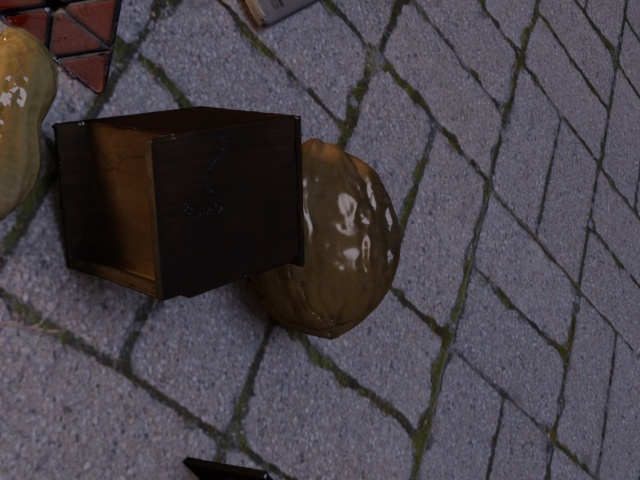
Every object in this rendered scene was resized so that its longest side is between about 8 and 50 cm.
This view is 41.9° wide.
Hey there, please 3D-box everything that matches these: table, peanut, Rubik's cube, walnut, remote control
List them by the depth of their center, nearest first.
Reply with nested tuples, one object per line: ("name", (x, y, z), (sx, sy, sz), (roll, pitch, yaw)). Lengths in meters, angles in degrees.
("peanut", (-0.308, -0.111, 0.808), (0.099, 0.090, 0.214), (29, 60, -46))
("table", (-0.144, -0.042, 0.874), (0.193, 0.169, 0.172), (-17, 112, -46))
("Rubik's cube", (-0.294, -0.314, 0.903), (0.191, 0.211, 0.178), (15, 43, -18))
("walnut", (0.000, 0.000, 1.023), (0.198, 0.198, 0.244), (-6, 90, -47))
("remote control", (-0.028, -0.374, 1.218), (0.261, 0.029, 0.067), (-43, 110, -46))

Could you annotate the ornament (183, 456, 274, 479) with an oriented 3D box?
("ornament", (-0.104, 0.359, 0.866), (0.166, 0.153, 0.196), (51, 57, -23))
